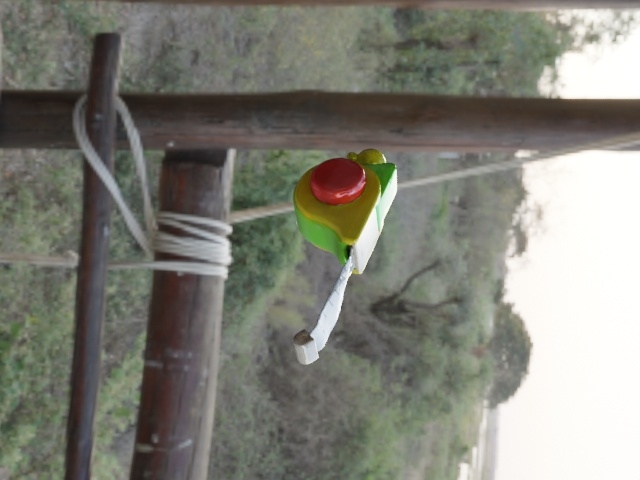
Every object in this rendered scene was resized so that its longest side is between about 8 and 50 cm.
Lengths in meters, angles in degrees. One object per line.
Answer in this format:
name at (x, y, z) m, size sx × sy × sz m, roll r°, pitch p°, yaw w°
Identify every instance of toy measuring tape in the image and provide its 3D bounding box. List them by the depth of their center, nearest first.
toy measuring tape at (0.000, 0.000, 1.052) m, size 0.121 × 0.121 × 0.330 m, roll 79°, pitch 29°, yaw -46°

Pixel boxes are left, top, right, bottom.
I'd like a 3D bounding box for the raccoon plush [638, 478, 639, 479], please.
raccoon plush at (0.372, 0.025, 0.460) m, size 0.216 × 0.446 × 0.299 m, roll 154°, pitch -62°, yaw -63°
